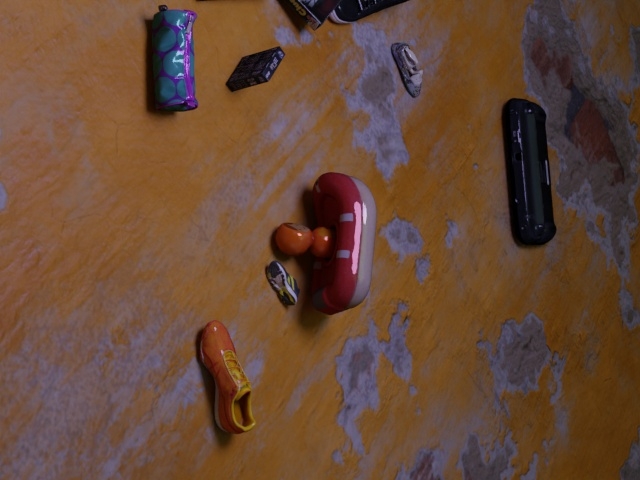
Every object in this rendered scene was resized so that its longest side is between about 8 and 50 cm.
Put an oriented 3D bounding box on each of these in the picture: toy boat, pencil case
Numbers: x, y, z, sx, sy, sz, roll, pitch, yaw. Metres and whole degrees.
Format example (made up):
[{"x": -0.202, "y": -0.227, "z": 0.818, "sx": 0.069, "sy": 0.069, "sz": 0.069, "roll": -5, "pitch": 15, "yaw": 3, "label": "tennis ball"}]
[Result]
[{"x": 0.000, "y": 0.000, "z": 1.833, "sx": 0.151, "sy": 0.151, "sz": 0.231, "roll": 10, "pitch": 75, "yaw": -19, "label": "toy boat"}, {"x": -0.212, "y": -0.265, "z": 1.651, "sx": 0.064, "sy": 0.070, "sz": 0.152, "roll": 3, "pitch": 83, "yaw": -50, "label": "pencil case"}]

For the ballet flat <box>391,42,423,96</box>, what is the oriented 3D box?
[{"x": 0.172, "y": -0.325, "z": 2.138, "sx": 0.041, "sy": 0.041, "sz": 0.114, "roll": -49, "pitch": 121, "yaw": -42, "label": "ballet flat"}]

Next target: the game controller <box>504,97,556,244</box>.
[{"x": 0.456, "y": -0.149, "z": 2.445, "sx": 0.166, "sy": 0.067, "sz": 0.319, "roll": 3, "pitch": 82, "yaw": -64, "label": "game controller"}]

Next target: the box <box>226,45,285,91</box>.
[{"x": -0.102, "y": -0.270, "z": 1.770, "sx": 0.018, "sy": 0.083, "sz": 0.067, "roll": 50, "pitch": 49, "yaw": -31, "label": "box"}]

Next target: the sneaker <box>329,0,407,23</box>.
[{"x": 0.110, "y": -0.453, "z": 2.020, "sx": 0.217, "sy": 0.121, "sz": 0.079, "roll": -34, "pitch": 109, "yaw": -47, "label": "sneaker"}]

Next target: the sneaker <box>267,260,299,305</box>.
[{"x": -0.059, "y": 0.065, "z": 1.818, "sx": 0.083, "sy": 0.031, "sz": 0.035, "roll": 66, "pitch": 29, "yaw": -25, "label": "sneaker"}]

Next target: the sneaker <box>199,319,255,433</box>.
[{"x": -0.132, "y": 0.202, "z": 1.679, "sx": 0.064, "sy": 0.067, "sz": 0.175, "roll": -23, "pitch": 100, "yaw": -47, "label": "sneaker"}]

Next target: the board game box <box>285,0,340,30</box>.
[{"x": 0.006, "y": -0.486, "z": 1.947, "sx": 0.136, "sy": 0.030, "sz": 0.260, "roll": 44, "pitch": 51, "yaw": -12, "label": "board game box"}]
